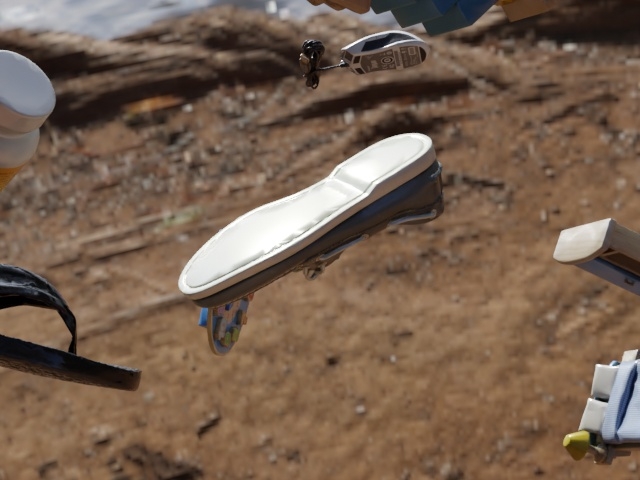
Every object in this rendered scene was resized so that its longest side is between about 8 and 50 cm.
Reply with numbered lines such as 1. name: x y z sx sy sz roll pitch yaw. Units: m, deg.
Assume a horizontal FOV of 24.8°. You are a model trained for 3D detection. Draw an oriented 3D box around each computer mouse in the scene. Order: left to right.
1. computer mouse: 0.064 -0.275 2.140 0.193 0.106 0.042 -9 63 4

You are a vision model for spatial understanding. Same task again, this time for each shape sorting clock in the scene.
1. shape sorting clock: -0.125 0.067 2.116 0.040 0.206 0.206 10 38 16

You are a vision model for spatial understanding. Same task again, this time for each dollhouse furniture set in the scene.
1. dollhouse furniture set: 0.423 0.148 1.975 0.286 0.198 0.303 -21 48 69

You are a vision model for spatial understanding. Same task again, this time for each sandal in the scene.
1. sandal: -0.396 0.059 1.537 0.446 0.107 0.167 18 -7 -3

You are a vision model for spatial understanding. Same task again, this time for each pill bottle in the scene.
1. pill bottle: -0.369 -0.101 1.526 0.208 0.118 0.117 -42 17 34

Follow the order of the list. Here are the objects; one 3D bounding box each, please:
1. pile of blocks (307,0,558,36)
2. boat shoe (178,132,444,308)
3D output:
1. pile of blocks: 0.017 -0.213 1.027 0.113 0.362 0.148 -8 68 51
2. boat shoe: 0.000 0.000 1.578 0.319 0.099 0.116 -31 31 -14
